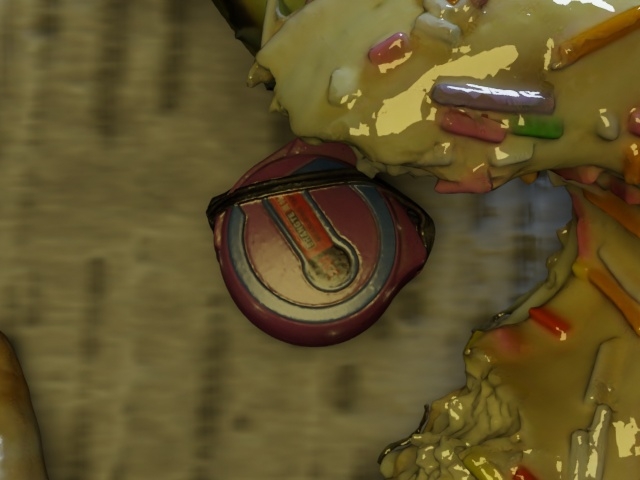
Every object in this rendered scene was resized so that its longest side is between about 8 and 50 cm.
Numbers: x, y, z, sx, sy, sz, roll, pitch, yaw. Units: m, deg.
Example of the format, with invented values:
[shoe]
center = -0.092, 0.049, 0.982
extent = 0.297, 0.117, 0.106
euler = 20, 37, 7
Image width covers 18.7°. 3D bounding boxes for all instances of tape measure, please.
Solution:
[tape measure]
center = 0.000, 0.000, 1.150
extent = 0.125, 0.074, 0.118
euler = -31, 79, -6

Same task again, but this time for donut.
[donut]
center = 0.139, 0.009, 1.039
extent = 0.307, 0.150, 0.371
euler = -15, 115, -8

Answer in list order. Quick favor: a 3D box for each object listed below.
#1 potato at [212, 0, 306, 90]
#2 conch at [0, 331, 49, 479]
[potato]
center = 0.036, -0.217, 1.123
extent = 0.330, 0.213, 0.280
euler = -18, 110, -5
[conch]
center = -0.214, 0.181, 1.134
extent = 0.158, 0.127, 0.255
euler = 4, 59, 3
